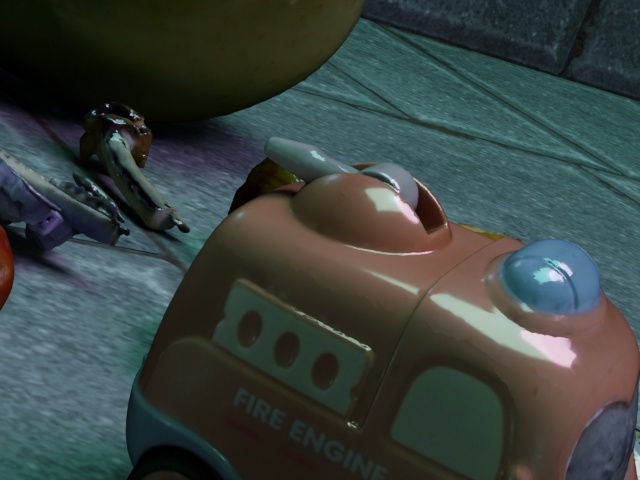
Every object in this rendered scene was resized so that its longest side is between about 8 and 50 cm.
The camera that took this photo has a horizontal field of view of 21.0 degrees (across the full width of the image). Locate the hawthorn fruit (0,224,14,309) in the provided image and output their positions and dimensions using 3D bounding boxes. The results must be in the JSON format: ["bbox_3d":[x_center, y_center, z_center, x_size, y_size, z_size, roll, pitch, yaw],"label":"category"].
[{"bbox_3d":[-0.233,0.013,0.952,0.128,0.128,0.128,20,14,-5],"label":"hawthorn fruit"}]

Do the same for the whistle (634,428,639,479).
[{"bbox_3d":[0.204,0.183,0.999,0.105,0.085,0.227,3,36,-52],"label":"whistle"}]

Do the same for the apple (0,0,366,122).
[{"bbox_3d":[-0.167,-0.335,1.668,0.473,0.474,0.473,20,14,-5],"label":"apple"}]

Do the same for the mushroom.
[{"bbox_3d":[-0.157,-0.054,1.450,0.060,0.061,0.187,0,34,-24],"label":"mushroom"}]

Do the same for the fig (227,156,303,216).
[{"bbox_3d":[0.000,0.000,1.366,0.154,0.103,0.109,35,-10,-3],"label":"fig"}]

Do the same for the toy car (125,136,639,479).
[{"bbox_3d":[0.044,0.077,0.859,0.270,0.212,0.180,27,24,19],"label":"toy car"}]

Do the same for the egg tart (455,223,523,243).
[{"bbox_3d":[0.041,0.037,1.134,0.288,0.118,0.288,9,3,0],"label":"egg tart"}]

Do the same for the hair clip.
[{"bbox_3d":[-0.256,-0.067,1.236,0.292,0.084,0.106,32,-20,20],"label":"hair clip"}]
